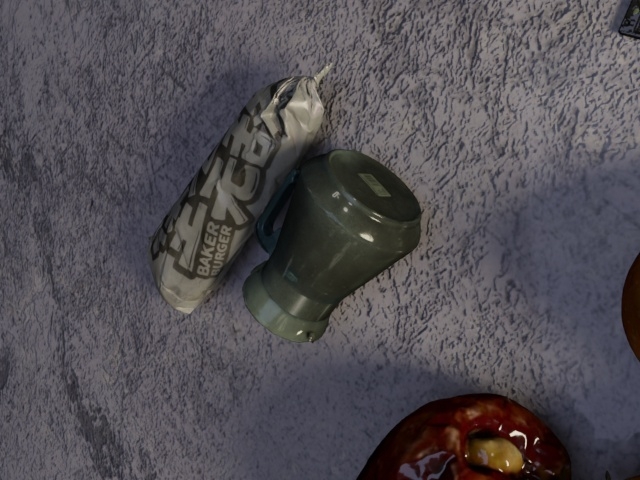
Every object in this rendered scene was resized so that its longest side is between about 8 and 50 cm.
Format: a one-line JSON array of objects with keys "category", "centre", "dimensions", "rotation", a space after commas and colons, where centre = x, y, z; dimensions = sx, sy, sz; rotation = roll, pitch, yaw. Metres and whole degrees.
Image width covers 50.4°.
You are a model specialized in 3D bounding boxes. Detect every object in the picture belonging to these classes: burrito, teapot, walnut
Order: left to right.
[{"category": "burrito", "centre": [-0.118, -0.085, 0.979], "dimensions": [0.445, 0.101, 0.139], "rotation": [-52, 54, 25]}, {"category": "teapot", "centre": [0.000, 0.000, 0.876], "dimensions": [0.225, 0.171, 0.203], "rotation": [-53, 55, 28]}, {"category": "walnut", "centre": [0.157, 0.316, 0.762], "dimensions": [0.244, 0.222, 0.269], "rotation": [36, 125, 4]}]

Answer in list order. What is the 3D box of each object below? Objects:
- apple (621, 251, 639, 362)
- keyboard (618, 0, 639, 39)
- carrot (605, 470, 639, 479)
[{"category": "apple", "centre": [0.398, 0.059, 0.601], "dimensions": [0.235, 0.173, 0.210], "rotation": [-6, 45, 41]}, {"category": "keyboard", "centre": [0.372, -0.287, 0.717], "dimensions": [0.053, 0.010, 0.155], "rotation": [28, 105, 28]}, {"category": "carrot", "centre": [0.423, 0.266, 0.568], "dimensions": [0.341, 0.224, 0.224], "rotation": [-26, 77, 32]}]
